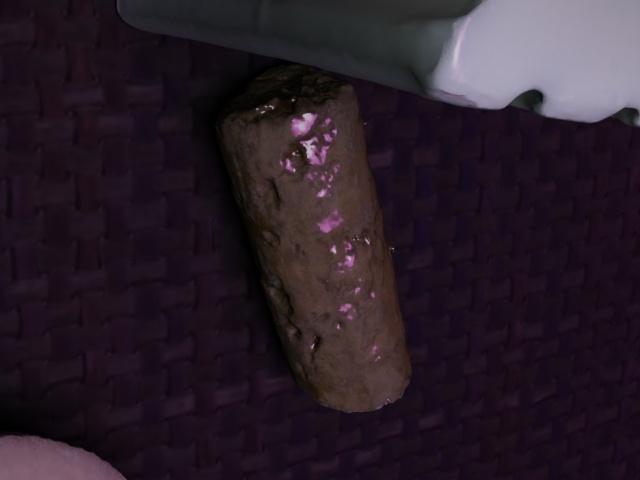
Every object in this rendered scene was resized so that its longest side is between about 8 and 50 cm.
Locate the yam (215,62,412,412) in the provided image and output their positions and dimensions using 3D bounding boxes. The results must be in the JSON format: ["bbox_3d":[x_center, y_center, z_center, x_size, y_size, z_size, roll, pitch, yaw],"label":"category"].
[{"bbox_3d":[0.000,0.000,0.561,0.078,0.078,0.179,-27,119,-22],"label":"yam"}]

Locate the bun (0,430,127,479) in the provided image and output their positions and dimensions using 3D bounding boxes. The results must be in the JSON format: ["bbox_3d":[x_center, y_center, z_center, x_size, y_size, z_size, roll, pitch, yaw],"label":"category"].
[{"bbox_3d":[-0.187,0.217,0.474,0.263,0.175,0.263,25,61,-57],"label":"bun"}]

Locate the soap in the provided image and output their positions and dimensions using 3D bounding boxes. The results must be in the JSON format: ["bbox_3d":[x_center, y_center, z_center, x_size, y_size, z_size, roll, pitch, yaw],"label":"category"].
[{"bbox_3d":[0.040,-0.109,0.436,0.159,0.265,0.088,1,104,-31],"label":"soap"}]
